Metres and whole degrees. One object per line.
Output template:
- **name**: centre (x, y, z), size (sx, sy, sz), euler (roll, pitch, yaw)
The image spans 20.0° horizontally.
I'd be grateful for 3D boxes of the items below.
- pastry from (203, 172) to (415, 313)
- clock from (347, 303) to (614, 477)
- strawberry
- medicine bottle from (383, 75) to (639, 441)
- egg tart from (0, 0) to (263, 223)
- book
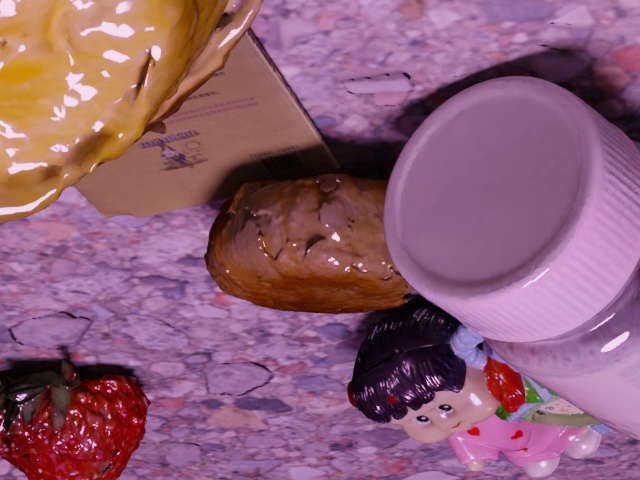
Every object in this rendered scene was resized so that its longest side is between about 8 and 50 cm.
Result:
- **pastry**: centre (-0.001, 0.004, 1.183), size (0.153, 0.081, 0.153), euler (-1, 172, 0)
- **clock**: centre (0.139, 0.098, 1.374), size (0.196, 0.100, 0.194), euler (17, 142, -36)
- **strawberry**: centre (-0.208, 0.161, 1.475), size (0.140, 0.085, 0.192), euler (10, 151, -25)
- **medicine bottle**: centre (0.175, 0.018, 1.157), size (0.165, 0.165, 0.273), euler (-21, 145, 30)
- **egg tart**: centre (-0.171, -0.116, 0.842), size (0.345, 0.132, 0.345), euler (-13, 137, -13)
- **book**: centre (-0.096, -0.073, 1.123), size (0.168, 0.013, 0.192), euler (-11, 150, 15)
